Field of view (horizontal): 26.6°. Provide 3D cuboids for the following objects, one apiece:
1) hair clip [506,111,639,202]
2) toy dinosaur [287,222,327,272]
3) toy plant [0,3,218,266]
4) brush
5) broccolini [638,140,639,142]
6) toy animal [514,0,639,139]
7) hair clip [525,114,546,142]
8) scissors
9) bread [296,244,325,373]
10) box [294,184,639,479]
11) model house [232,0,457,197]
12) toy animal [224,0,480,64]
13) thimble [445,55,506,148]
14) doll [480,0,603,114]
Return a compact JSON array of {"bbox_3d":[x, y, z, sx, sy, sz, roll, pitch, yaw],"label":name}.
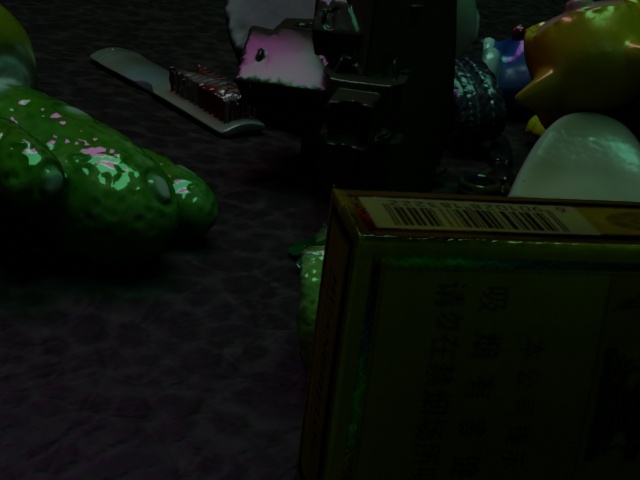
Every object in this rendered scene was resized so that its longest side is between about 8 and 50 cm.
[{"bbox_3d":[0.236,-0.025,1.202,0.172,0.113,0.282,8,26,3],"label":"hair clip"},{"bbox_3d":[0.000,0.000,1.164,0.060,0.029,0.120,-11,21,-4],"label":"toy dinosaur"},{"bbox_3d":[-0.243,-0.083,1.121,0.316,0.184,0.224,27,9,20],"label":"toy plant"},{"bbox_3d":[-0.172,-0.188,1.564,0.060,0.050,0.321,-13,27,-33],"label":"brush"},{"bbox_3d":[0.398,-0.134,1.581,0.216,0.067,0.058,-12,66,-40],"label":"broccolini"},{"bbox_3d":[0.276,-0.162,1.354,0.156,0.156,0.230,14,-1,18],"label":"toy animal"},{"bbox_3d":[0.268,-0.109,1.493,0.072,0.046,0.173,5,21,0],"label":"hair clip"},{"bbox_3d":[0.192,-0.080,1.438,0.088,0.017,0.220,6,20,5],"label":"scissors"},{"bbox_3d":[0.043,0.048,0.933,0.114,0.111,0.129,3,-2,4],"label":"bread"},{"bbox_3d":[0.146,0.076,0.777,0.301,0.193,0.084,2,22,-13],"label":"box"},{"bbox_3d":[0.022,-0.143,1.279,0.204,0.211,0.243,8,21,8],"label":"model house"},{"bbox_3d":[0.050,-0.258,1.581,0.251,0.251,0.310,20,16,30],"label":"toy animal"},{"bbox_3d":[0.159,-0.153,1.491,0.066,0.095,0.104,-15,14,-14],"label":"thimble"},{"bbox_3d":[0.315,-0.205,1.644,0.257,0.161,0.215,-6,33,12],"label":"doll"}]
